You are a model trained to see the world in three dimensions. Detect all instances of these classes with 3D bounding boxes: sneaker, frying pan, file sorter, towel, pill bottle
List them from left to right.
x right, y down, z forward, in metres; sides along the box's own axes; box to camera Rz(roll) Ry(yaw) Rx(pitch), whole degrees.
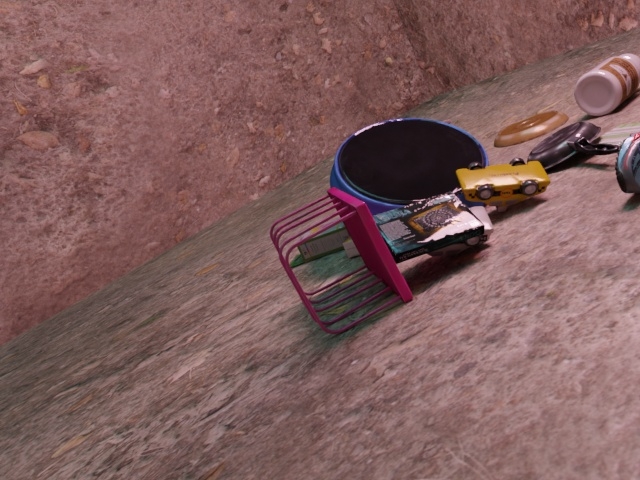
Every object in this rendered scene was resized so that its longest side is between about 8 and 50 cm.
[{"bbox_3d":[0.021,0.036,1.286,0.182,0.202,0.290,-29,13,-4],"label":"file sorter"},{"bbox_3d":[0.575,-0.211,1.536,0.197,0.053,0.326,-32,8,22],"label":"frying pan"},{"bbox_3d":[0.846,-0.460,1.882,0.229,0.131,0.131,-34,16,-36],"label":"pill bottle"},{"bbox_3d":[0.713,-0.244,1.536,0.152,0.023,0.113,-28,16,-22],"label":"towel"},{"bbox_3d":[0.645,-0.165,1.160,0.262,0.104,0.125,-29,16,-17],"label":"sneaker"}]

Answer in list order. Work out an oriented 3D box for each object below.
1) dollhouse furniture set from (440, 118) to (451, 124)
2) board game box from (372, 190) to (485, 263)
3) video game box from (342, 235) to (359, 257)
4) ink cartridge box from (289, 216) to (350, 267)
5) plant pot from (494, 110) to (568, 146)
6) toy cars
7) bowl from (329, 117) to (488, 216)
[{"bbox_3d":[0.219,-0.202,1.784,0.356,0.173,0.303,-23,8,-39],"label":"dollhouse furniture set"},{"bbox_3d":[0.202,-0.029,1.249,0.186,0.026,0.126,-17,41,-12],"label":"board game box"},{"bbox_3d":[0.178,-0.036,1.613,0.187,0.048,0.205,-18,14,33],"label":"video game box"},{"bbox_3d":[0.000,0.000,1.754,0.209,0.062,0.109,-20,15,19],"label":"ink cartridge box"},{"bbox_3d":[0.655,-0.356,2.039,0.236,0.032,0.236,-24,14,6],"label":"plant pot"},{"bbox_3d":[0.319,-0.060,1.360,0.394,0.087,0.176,-35,48,-30],"label":"toy cars"},{"bbox_3d":[0.216,-0.171,1.570,0.391,0.077,0.391,-3,42,3],"label":"bowl"}]
